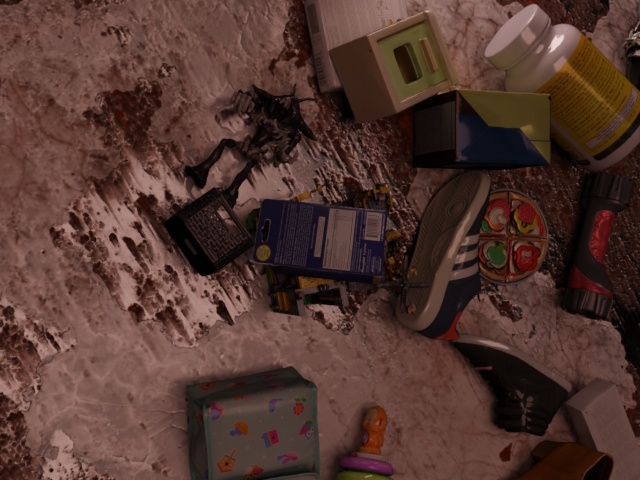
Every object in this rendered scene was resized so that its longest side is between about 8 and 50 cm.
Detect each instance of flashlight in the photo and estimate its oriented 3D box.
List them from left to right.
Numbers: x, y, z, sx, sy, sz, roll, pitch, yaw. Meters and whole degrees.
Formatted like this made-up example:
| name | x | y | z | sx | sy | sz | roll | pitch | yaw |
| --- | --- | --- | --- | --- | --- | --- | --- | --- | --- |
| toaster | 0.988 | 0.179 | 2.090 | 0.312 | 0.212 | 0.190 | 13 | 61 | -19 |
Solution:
| name | x | y | z | sx | sy | sz | roll | pitch | yaw |
| --- | --- | --- | --- | --- | --- | --- | --- | --- | --- |
| flashlight | 0.588 | 0.011 | 2.001 | 0.103 | 0.103 | 0.304 | 19 | 83 | -17 |

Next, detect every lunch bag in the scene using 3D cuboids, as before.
| name | x | y | z | sx | sy | sz | roll | pitch | yaw |
| --- | --- | --- | --- | --- | --- | --- | --- | --- | --- |
| lunch bag | -0.119 | 0.382 | 1.715 | 0.223 | 0.160 | 0.262 | -7 | 102 | -23 |

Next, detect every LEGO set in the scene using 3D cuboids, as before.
| name | x | y | z | sx | sy | sz | roll | pitch | yaw |
| --- | --- | --- | --- | --- | --- | --- | --- | --- | --- |
| LEGO set | 0.034 | 0.017 | 1.756 | 0.331 | 0.192 | 0.255 | -2 | 89 | -20 |

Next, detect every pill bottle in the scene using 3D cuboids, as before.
| name | x | y | z | sx | sy | sz | roll | pitch | yaw |
| --- | --- | --- | --- | --- | --- | --- | --- | --- | --- |
| pill bottle | 0.498 | -0.312 | 1.932 | 0.334 | 0.188 | 0.188 | 40 | 76 | -15 |

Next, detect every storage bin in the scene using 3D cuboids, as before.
| name | x | y | z | sx | sy | sz | roll | pitch | yaw |
| --- | --- | --- | --- | --- | --- | --- | --- | --- | --- |
| storage bin | -0.198 | -0.011 | 1.678 | 0.084 | 0.180 | 0.122 | -36 | 96 | -16 |

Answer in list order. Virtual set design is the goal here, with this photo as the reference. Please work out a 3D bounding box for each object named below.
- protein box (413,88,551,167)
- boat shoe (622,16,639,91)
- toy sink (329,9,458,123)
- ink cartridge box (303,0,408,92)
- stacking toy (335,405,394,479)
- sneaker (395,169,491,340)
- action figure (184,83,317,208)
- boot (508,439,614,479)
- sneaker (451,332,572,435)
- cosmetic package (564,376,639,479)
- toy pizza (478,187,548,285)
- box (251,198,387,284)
| name | x | y | z | sx | sy | sz | roll | pitch | yaw |
| --- | --- | --- | --- | --- | --- | --- | --- | --- | --- |
| protein box | 0.308 | -0.209 | 1.850 | 0.200 | 0.201 | 0.136 | 0 | 91 | -18 |
| boat shoe | 0.702 | -0.406 | 2.048 | 0.105 | 0.113 | 0.306 | 8 | 95 | -34 |
| toy sink | 0.162 | -0.339 | 1.809 | 0.234 | 0.131 | 0.152 | -29 | 102 | -35 |
| ink cartridge box | 0.083 | -0.391 | 1.871 | 0.225 | 0.056 | 0.181 | -13 | 93 | -38 |
| stacking toy | 0.087 | 0.461 | 1.800 | 0.166 | 0.175 | 0.302 | 15 | 72 | -21 |
| sneaker | 0.271 | 0.035 | 1.888 | 0.148 | 0.131 | 0.350 | 32 | 76 | -32 |
| action figure | -0.109 | -0.190 | 1.741 | 0.164 | 0.141 | 0.275 | 41 | 78 | -2 |
| boot | 0.438 | 0.520 | 1.877 | 0.104 | 0.211 | 0.295 | 41 | 76 | -13 |
| sneaker | 0.369 | 0.297 | 1.913 | 0.296 | 0.104 | 0.147 | 30 | 74 | -21 |
| cosmetic package | 0.595 | 0.410 | 1.989 | 0.099 | 0.060 | 0.239 | -34 | 114 | -19 |
| toy pizza | 0.388 | -0.008 | 1.967 | 0.201 | 0.032 | 0.201 | 0 | 89 | -20 |
| box | 0.000 | 0.000 | 1.670 | 0.225 | 0.036 | 0.136 | 7 | 60 | 1 |
